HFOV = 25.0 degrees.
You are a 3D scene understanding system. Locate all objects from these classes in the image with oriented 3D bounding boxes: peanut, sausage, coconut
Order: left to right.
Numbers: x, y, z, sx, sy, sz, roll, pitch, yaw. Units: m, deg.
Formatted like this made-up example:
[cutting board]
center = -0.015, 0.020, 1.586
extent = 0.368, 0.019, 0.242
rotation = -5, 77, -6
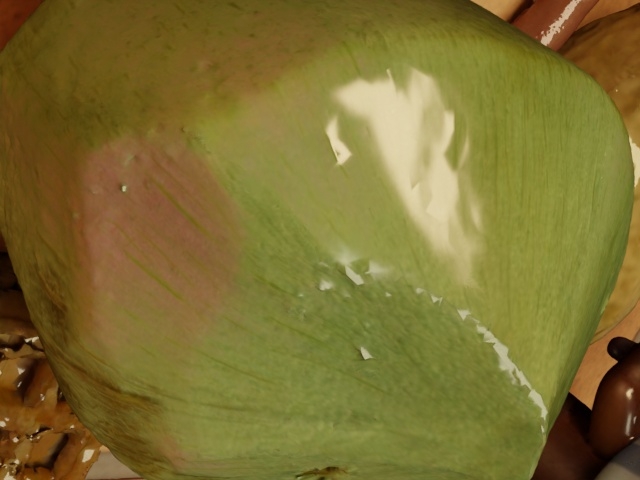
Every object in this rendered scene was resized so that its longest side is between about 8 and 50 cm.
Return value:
[coconut]
center = 0.000, 0.000, 0.688
extent = 0.281, 0.328, 0.328
rotation = -35, 140, -13
[sausage]
center = 0.165, -0.166, 0.931
extent = 0.158, 0.036, 0.042
rotation = -52, 149, 5
[peanut]
center = 0.179, -0.037, 0.976
extent = 0.147, 0.147, 0.305
rotation = 10, 113, -46

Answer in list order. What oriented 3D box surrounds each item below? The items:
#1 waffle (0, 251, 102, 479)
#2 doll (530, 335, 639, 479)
[waffle]
center = -0.246, 0.146, 0.773
extent = 0.213, 0.091, 0.308
rotation = 14, 113, -48
[doll]
center = 0.243, 0.195, 1.100
extent = 0.209, 0.340, 0.317
rotation = 30, 88, -47
